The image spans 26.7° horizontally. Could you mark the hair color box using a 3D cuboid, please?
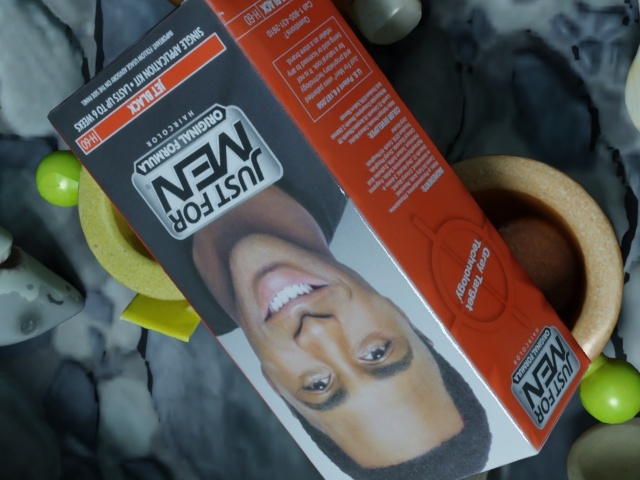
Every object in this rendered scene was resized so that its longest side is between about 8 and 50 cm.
[{"bbox_3d":[0.000,0.000,0.359,0.072,0.043,0.141,-30,101,42],"label":"hair color box"}]

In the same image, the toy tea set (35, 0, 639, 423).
[{"bbox_3d":[0.060,-0.036,0.376,0.336,0.124,0.200,15,97,20],"label":"toy tea set"}]

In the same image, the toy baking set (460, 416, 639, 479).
[{"bbox_3d":[0.055,0.131,0.344,0.197,0.256,0.030,-15,129,6],"label":"toy baking set"}]

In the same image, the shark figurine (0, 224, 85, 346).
[{"bbox_3d":[-0.242,-0.017,0.479,0.278,0.166,0.116,35,113,18],"label":"shark figurine"}]
